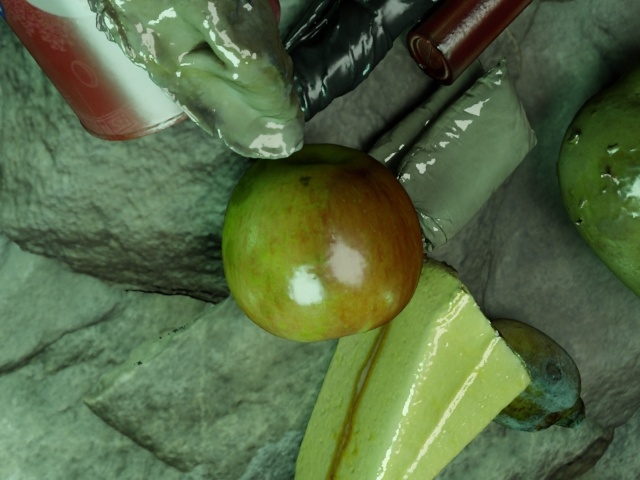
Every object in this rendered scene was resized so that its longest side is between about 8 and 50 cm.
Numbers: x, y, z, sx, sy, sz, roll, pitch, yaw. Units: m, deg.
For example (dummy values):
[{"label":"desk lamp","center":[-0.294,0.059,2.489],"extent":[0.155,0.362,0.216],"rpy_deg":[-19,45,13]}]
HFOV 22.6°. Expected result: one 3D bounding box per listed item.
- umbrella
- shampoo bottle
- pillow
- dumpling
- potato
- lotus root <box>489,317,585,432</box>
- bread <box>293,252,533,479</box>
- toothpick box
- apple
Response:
[{"label":"umbrella","center":[0.054,-0.227,1.494],"extent":[0.357,0.113,0.106],"rpy_deg":[-44,123,-6]},{"label":"shampoo bottle","center":[0.195,-0.267,1.577],"extent":[0.064,0.102,0.260],"rpy_deg":[43,81,9]},{"label":"pillow","center":[0.136,-0.089,1.618],"extent":[0.181,0.078,0.134],"rpy_deg":[-46,128,-12]},{"label":"dumpling","center":[-0.088,-0.203,1.188],"extent":[0.166,0.086,0.332],"rpy_deg":[-33,112,-44]},{"label":"potato","center":[0.410,-0.055,1.716],"extent":[0.269,0.219,0.359],"rpy_deg":[-43,132,1]},{"label":"lotus root","center":[0.225,0.156,1.759],"extent":[0.192,0.088,0.113],"rpy_deg":[32,107,-36]},{"label":"bread","center":[0.056,0.147,1.605],"extent":[0.264,0.167,0.163],"rpy_deg":[-44,123,-8]},{"label":"toothpick box","center":[-0.197,-0.267,1.272],"extent":[0.204,0.204,0.333],"rpy_deg":[-42,123,-11]},{"label":"apple","center":[0.000,0.000,1.503],"extent":[0.196,0.196,0.196],"rpy_deg":[-11,114,-27]}]
